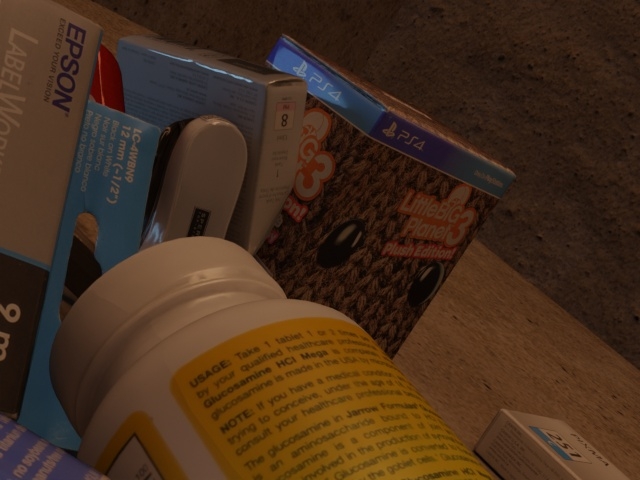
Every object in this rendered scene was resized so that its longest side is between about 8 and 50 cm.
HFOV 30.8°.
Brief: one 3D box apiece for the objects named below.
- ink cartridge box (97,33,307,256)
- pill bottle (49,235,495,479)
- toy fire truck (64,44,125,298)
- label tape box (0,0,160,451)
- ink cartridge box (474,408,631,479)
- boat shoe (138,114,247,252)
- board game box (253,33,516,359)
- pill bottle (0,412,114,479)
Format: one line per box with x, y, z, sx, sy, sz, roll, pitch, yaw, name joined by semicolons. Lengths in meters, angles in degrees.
-0.108;-0.042;0.982;0.189;0.232;0.066;22;25;38;ink cartridge box
-0.008;0.152;0.589;0.188;0.188;0.334;20;23;-49;pill bottle
-0.220;-0.049;0.920;0.246;0.217;0.158;26;44;-48;toy fire truck
-0.224;-0.030;0.667;0.347;0.249;0.115;23;-24;-37;label tape box
0.345;0.309;1.269;0.261;0.066;0.296;19;18;-46;ink cartridge box
-0.128;0.010;0.891;0.080;0.229;0.076;19;-3;-40;boat shoe
0.000;0.000;1.059;0.141;0.291;0.232;40;14;35;board game box
-0.180;0.116;0.427;0.272;0.152;0.152;31;11;-4;pill bottle
